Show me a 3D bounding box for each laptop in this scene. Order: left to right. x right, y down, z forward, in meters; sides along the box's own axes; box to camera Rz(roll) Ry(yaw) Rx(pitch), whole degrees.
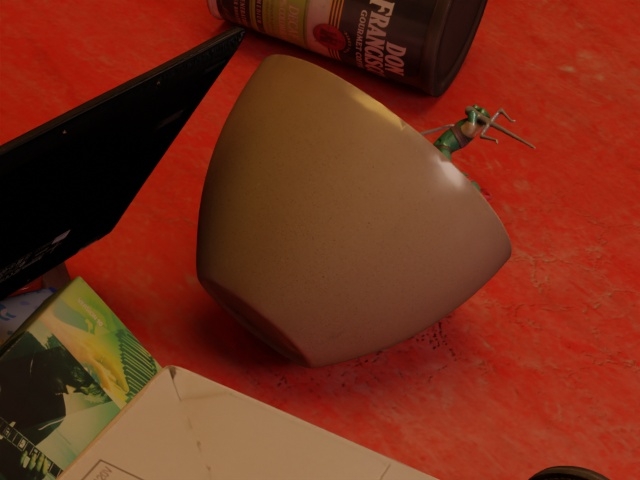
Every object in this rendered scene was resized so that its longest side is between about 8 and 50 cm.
[{"bbox_3d":[-0.332,-0.053,1.453,0.236,0.408,0.382,44,37,6],"label":"laptop"}]

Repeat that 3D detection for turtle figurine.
[{"bbox_3d":[0.085,-0.080,1.817,0.234,0.118,0.175,15,19,31],"label":"turtle figurine"}]

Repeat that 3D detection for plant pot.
[{"bbox_3d":[0.000,0.000,1.598,0.284,0.284,0.191,33,76,26],"label":"plant pot"}]

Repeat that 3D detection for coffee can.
[{"bbox_3d":[0.038,-0.299,2.021,0.275,0.201,0.201,21,38,13],"label":"coffee can"}]

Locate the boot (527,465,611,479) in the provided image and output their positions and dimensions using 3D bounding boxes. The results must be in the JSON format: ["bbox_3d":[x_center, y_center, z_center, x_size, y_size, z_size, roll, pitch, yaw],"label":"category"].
[{"bbox_3d":[0.162,0.285,1.371,0.229,0.091,0.263,-26,29,-20],"label":"boot"}]

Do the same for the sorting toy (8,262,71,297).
[{"bbox_3d":[-0.381,0.023,1.616,0.307,0.041,0.229,-4,39,-19],"label":"sorting toy"}]

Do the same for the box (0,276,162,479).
[{"bbox_3d":[-0.192,0.202,1.318,0.232,0.058,0.322,50,37,-10],"label":"box"}]

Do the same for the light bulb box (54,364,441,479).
[{"bbox_3d":[-0.093,0.334,1.015,0.225,0.361,0.358,23,38,17],"label":"light bulb box"}]

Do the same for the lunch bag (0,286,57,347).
[{"bbox_3d":[-0.239,0.112,1.481,0.129,0.096,0.151,-15,29,-35],"label":"lunch bag"}]
